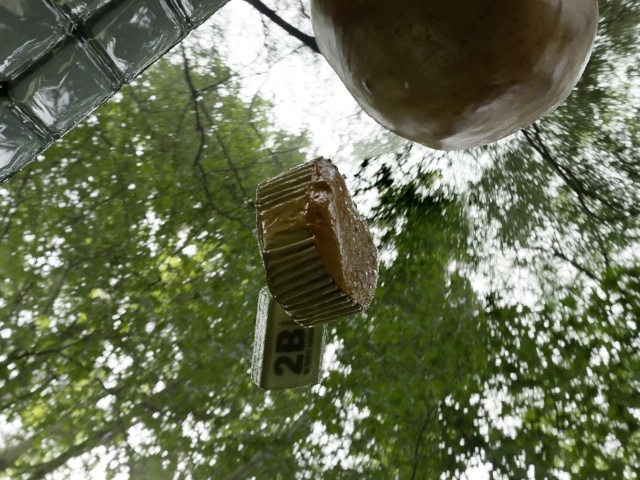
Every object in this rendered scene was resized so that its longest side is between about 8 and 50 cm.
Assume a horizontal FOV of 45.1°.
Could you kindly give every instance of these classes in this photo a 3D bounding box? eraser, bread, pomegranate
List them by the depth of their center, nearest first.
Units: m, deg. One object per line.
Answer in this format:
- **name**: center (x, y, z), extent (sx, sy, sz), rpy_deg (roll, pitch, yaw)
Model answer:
- **pomegranate**: center (0.107, -0.193, 0.654), extent (0.248, 0.248, 0.248), rpy_deg (2, -79, 11)
- **bread**: center (0.000, 0.000, 1.143), extent (0.133, 0.250, 0.179), rpy_deg (-24, -42, 23)
- **eraser**: center (-0.050, 0.164, 1.310), extent (0.117, 0.058, 0.172), rpy_deg (0, -74, -26)

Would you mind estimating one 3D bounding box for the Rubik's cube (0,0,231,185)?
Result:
- **Rubik's cube**: center (-0.314, -0.309, 0.633), extent (0.343, 0.344, 0.337), rpy_deg (-40, -120, -5)
